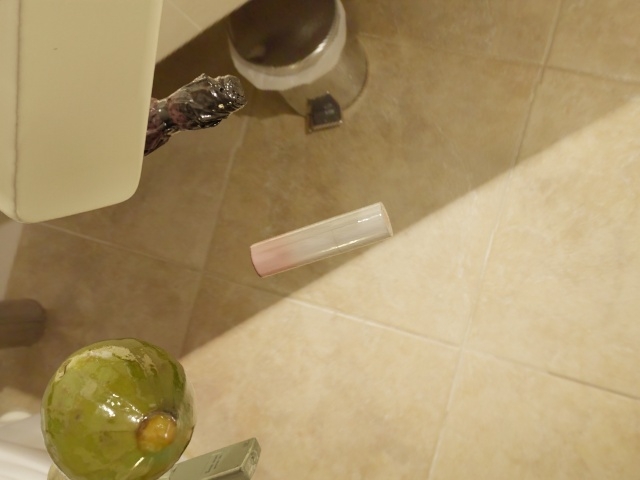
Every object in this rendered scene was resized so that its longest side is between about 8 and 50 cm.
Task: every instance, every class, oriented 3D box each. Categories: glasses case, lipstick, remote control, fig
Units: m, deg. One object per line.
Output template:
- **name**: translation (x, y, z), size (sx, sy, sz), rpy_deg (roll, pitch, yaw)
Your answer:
- **glasses case**: translation (-0.201, -0.170, 0.493), size (0.070, 0.131, 0.312), rpy_deg (31, 121, 25)
- **lipstick**: translation (0.000, 0.000, 1.426), size (0.327, 0.087, 0.087), rpy_deg (-18, 82, 13)
- **remote control**: translation (-0.267, 0.515, 1.333), size (0.286, 0.123, 0.038), rpy_deg (-23, 102, 13)
- **fig**: translation (-0.301, 0.267, 0.951), size (0.271, 0.240, 0.239), rpy_deg (-13, 81, 47)

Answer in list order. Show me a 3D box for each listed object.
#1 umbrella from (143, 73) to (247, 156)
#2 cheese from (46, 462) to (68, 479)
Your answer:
- **umbrella**: translation (-0.287, -0.215, 1.097), size (0.326, 0.090, 0.094), rpy_deg (-18, 56, 16)
- **cheese**: translation (-0.593, 0.534, 1.447), size (0.163, 0.248, 0.071), rpy_deg (-34, 37, -11)
